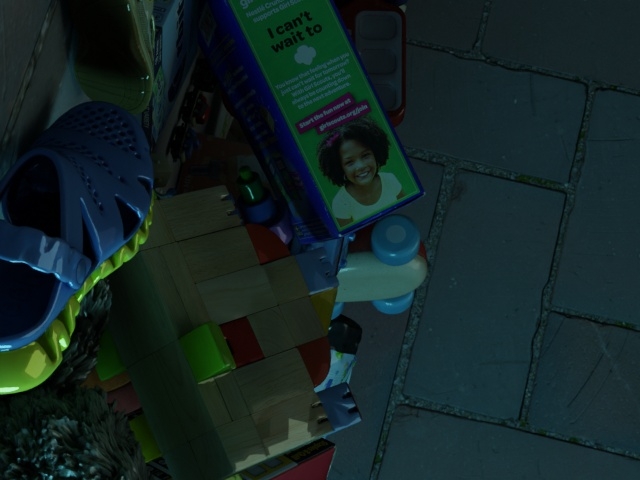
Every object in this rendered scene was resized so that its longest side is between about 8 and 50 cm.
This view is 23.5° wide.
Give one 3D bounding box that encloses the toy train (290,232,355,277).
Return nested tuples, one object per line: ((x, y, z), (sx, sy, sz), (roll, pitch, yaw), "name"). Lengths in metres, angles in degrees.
((0.000, 0.000, 2.096), (0.105, 0.080, 0.184), (-59, 165, -52), "toy train")

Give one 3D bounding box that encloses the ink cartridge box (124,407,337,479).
((-0.123, 0.298, 1.769), (0.309, 0.271, 0.130), (-16, 124, -60), "ink cartridge box")

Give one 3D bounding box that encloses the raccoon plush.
((-0.169, 0.231, 1.450), (0.216, 0.299, 0.446), (-53, 156, -78), "raccoon plush")

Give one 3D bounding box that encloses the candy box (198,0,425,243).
((-0.024, -0.163, 1.794), (0.317, 0.122, 0.268), (63, -10, -4), "candy box")

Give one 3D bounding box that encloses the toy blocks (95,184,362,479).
((-0.083, 0.089, 1.640), (0.261, 0.381, 0.190), (-16, 170, -46), "toy blocks")

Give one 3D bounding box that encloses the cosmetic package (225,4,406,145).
((-0.010, -0.232, 2.235), (0.309, 0.160, 0.113), (-69, 164, 2), "cosmetic package")

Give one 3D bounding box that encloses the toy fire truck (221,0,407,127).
((-0.005, -0.290, 2.080), (0.169, 0.253, 0.302), (94, -1, -63), "toy fire truck")

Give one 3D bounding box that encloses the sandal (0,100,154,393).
((-0.218, -0.023, 1.268), (0.317, 0.126, 0.138), (-73, 171, -49), "sandal")

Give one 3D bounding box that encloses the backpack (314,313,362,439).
((-0.100, 0.263, 2.539), (0.273, 0.290, 0.356), (36, 76, -57), "backpack")

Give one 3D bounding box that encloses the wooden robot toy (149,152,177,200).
((-0.210, -0.050, 1.742), (0.173, 0.076, 0.079), (101, -32, -55), "wooden robot toy")

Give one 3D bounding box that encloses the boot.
((-0.175, -0.233, 1.432), (0.213, 0.077, 0.165), (91, 11, -58), "boot")

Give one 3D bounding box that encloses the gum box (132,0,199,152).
((-0.175, -0.215, 1.692), (0.157, 0.041, 0.184), (99, 6, -46), "gum box")

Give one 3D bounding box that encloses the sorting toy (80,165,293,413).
((-0.167, 0.037, 1.738), (0.365, 0.127, 0.126), (-45, 132, -33), "sorting toy")

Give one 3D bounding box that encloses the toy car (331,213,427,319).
((0.048, -0.030, 2.351), (0.219, 0.210, 0.238), (88, -5, -64), "toy car")

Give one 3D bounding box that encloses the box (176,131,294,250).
((-0.107, -0.066, 2.131), (0.091, 0.170, 0.130), (13, 91, -86), "box")

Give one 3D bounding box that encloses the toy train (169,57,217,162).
((-0.162, -0.169, 2.009), (0.027, 0.036, 0.158), (94, 10, -64), "toy train")
